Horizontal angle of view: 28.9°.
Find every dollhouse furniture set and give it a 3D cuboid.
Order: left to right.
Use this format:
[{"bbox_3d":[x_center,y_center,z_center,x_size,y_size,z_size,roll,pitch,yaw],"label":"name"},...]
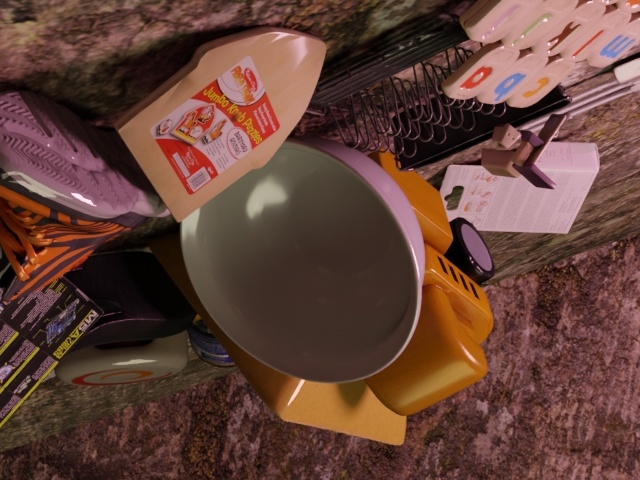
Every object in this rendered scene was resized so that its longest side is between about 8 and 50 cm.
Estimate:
[{"bbox_3d":[0.212,-0.118,1.341,0.081,0.091,0.114,-56,-156,-9],"label":"dollhouse furniture set"}]

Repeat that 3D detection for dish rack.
[{"bbox_3d":[0.112,-0.145,1.255,0.208,0.074,0.271,-24,167,28],"label":"dish rack"}]

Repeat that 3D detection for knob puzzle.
[{"bbox_3d":[-0.079,-0.120,1.080,0.213,0.030,0.213,-31,151,-19],"label":"knob puzzle"}]

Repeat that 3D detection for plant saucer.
[{"bbox_3d":[-0.033,0.115,1.667,0.081,0.333,0.332,-48,147,11],"label":"plant saucer"}]

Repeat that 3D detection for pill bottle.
[{"bbox_3d":[-0.154,0.108,1.940,0.122,0.123,0.219,-16,157,-8],"label":"pill bottle"}]

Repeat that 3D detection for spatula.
[{"bbox_3d":[0.352,-0.188,1.587,0.242,0.019,0.168,-21,174,22],"label":"spatula"}]

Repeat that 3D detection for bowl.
[{"bbox_3d":[0.000,0.000,1.387,0.297,0.298,0.134,-26,-168,37],"label":"bowl"}]

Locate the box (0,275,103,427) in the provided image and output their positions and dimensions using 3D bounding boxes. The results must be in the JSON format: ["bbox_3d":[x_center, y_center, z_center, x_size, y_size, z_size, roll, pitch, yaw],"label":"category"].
[{"bbox_3d":[-0.331,0.102,1.275,0.191,0.045,0.184,-50,156,-9],"label":"box"}]

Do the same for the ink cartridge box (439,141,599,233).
[{"bbox_3d":[0.284,-0.079,1.858,0.224,0.056,0.181,3,149,-5],"label":"ink cartridge box"}]

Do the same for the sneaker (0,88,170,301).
[{"bbox_3d":[-0.251,-0.020,1.078,0.180,0.125,0.321,-35,165,10],"label":"sneaker"}]

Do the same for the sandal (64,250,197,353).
[{"bbox_3d":[-0.310,0.056,1.480,0.445,0.167,0.107,-12,141,-53],"label":"sandal"}]

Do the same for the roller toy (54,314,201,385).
[{"bbox_3d":[-0.286,0.122,1.776,0.209,0.146,0.191,-15,164,29],"label":"roller toy"}]

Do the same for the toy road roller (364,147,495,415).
[{"bbox_3d":[0.088,0.066,1.555,0.202,0.241,0.329,-32,135,23],"label":"toy road roller"}]

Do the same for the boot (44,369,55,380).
[{"bbox_3d":[-0.427,0.166,1.977,0.258,0.095,0.123,-22,166,-28],"label":"boot"}]

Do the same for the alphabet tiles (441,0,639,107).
[{"bbox_3d":[0.242,-0.216,1.098,0.278,0.021,0.284,-43,157,30],"label":"alphabet tiles"}]
